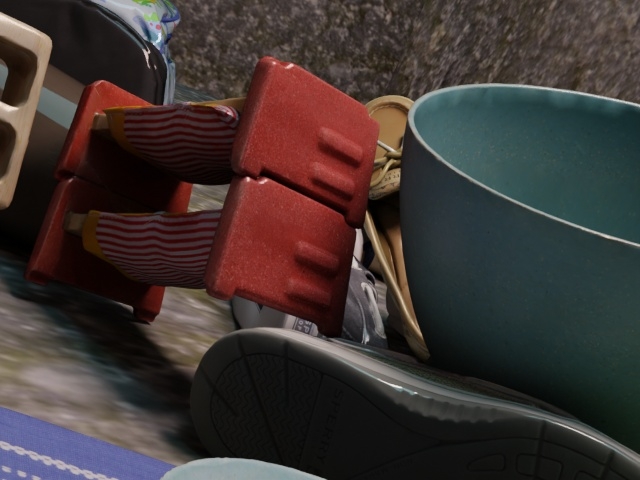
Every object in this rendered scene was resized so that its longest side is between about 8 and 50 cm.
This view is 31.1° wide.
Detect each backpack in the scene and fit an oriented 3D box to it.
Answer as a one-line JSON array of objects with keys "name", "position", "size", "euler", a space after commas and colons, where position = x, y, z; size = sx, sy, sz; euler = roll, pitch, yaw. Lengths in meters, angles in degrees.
[{"name": "backpack", "position": [-0.278, -0.194, 1.260], "size": [0.290, 0.273, 0.355], "euler": [11, -5, 2]}]

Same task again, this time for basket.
[{"name": "basket", "position": [-0.255, -0.084, 0.903], "size": [0.227, 0.154, 0.204], "euler": [28, -6, 2]}]

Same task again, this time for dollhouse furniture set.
[{"name": "dollhouse furniture set", "position": [-0.164, -0.064, 0.685], "size": [0.201, 0.152, 0.374], "euler": [0, -17, 45]}]

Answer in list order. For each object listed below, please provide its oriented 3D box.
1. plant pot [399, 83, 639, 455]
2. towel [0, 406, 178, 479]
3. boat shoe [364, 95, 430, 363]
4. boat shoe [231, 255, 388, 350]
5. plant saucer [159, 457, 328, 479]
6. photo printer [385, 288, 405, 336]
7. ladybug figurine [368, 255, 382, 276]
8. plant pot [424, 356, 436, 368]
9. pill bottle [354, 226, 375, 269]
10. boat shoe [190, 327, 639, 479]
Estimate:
[{"name": "plant pot", "position": [0.178, 0.039, 0.743], "size": [0.290, 0.195, 0.290], "euler": [10, 23, -4]}, {"name": "towel", "position": [-0.065, 0.155, 0.389], "size": [0.243, 0.040, 0.336], "euler": [23, 10, -23]}, {"name": "boat shoe", "position": [0.094, -0.021, 1.117], "size": [0.089, 0.105, 0.285], "euler": [45, 27, -69]}, {"name": "boat shoe", "position": [-0.004, 0.042, 0.957], "size": [0.102, 0.108, 0.301], "euler": [22, 12, -14]}, {"name": "plant saucer", "position": [0.018, 0.149, 0.422], "size": [0.195, 0.037, 0.195], "euler": [27, 10, -5]}, {"name": "photo printer", "position": [0.233, 0.095, 1.261], "size": [0.256, 0.107, 0.307], "euler": [28, 10, 21]}, {"name": "ladybug figurine", "position": [0.183, -0.017, 1.607], "size": [0.449, 0.161, 0.305], "euler": [16, 12, -45]}, {"name": "plant pot", "position": [0.196, 0.103, 0.930], "size": [0.187, 0.167, 0.188], "euler": [27, 10, 19]}, {"name": "pill bottle", "position": [0.000, 0.000, 1.190], "size": [0.112, 0.112, 0.187], "euler": [26, 9, 8]}, {"name": "boat shoe", "position": [0.084, 0.130, 0.651], "size": [0.320, 0.118, 0.103], "euler": [20, 12, 16]}]
